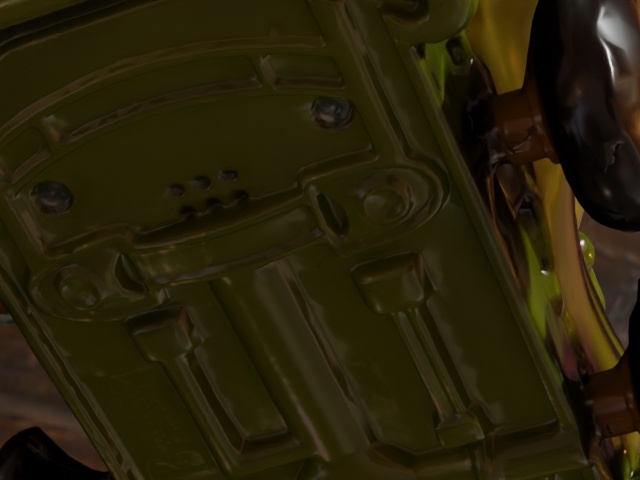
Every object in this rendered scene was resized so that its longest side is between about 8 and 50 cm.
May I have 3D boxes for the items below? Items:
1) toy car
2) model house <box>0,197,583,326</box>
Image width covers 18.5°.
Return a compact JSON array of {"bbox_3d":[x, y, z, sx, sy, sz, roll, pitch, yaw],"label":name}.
[{"bbox_3d":[0.000,0.000,0.502,0.200,0.248,0.142,-13,34,13],"label":"toy car"},{"bbox_3d":[-0.052,-0.070,0.818,0.323,0.340,0.300,17,89,-11],"label":"model house"}]
